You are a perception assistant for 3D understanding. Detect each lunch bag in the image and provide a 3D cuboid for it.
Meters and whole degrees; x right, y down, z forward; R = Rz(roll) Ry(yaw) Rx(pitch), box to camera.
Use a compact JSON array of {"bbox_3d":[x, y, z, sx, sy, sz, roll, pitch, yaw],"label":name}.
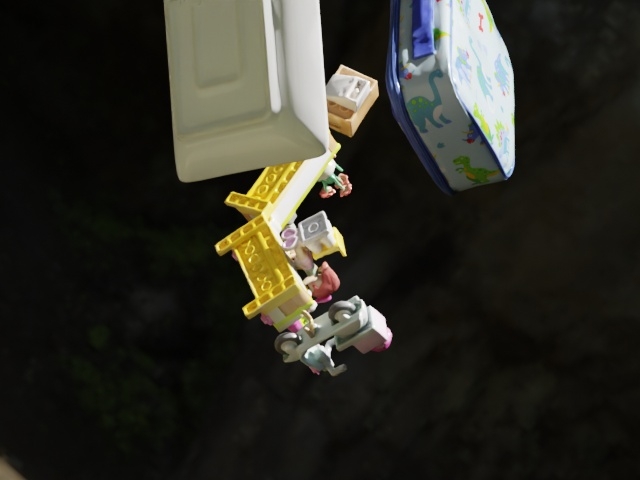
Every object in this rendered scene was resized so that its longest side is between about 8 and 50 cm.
[{"bbox_3d":[0.131,-0.173,1.758,0.090,0.219,0.176,-15,-44,20],"label":"lunch bag"}]

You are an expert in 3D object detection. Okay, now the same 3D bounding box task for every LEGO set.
[{"bbox_3d":[0.000,0.000,1.375,0.107,0.132,0.287,53,29,-40],"label":"LEGO set"}]

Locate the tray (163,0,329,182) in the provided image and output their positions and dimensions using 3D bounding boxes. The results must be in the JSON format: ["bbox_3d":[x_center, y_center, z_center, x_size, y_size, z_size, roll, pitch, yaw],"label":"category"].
[{"bbox_3d":[-0.065,-0.181,1.164,0.145,0.270,0.030,-9,-7,43],"label":"tray"}]
